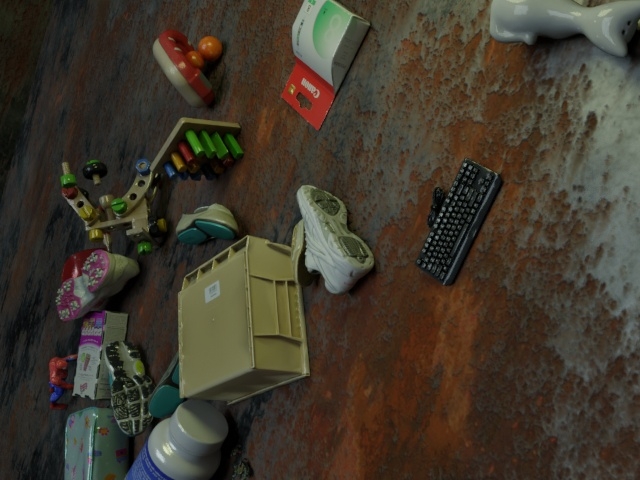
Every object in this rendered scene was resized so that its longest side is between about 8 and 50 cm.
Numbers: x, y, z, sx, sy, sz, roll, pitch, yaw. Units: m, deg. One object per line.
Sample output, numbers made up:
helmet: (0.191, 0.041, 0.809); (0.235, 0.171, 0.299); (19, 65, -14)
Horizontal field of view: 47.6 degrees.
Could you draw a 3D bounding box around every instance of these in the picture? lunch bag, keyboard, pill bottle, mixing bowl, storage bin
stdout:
lunch bag: (-0.567, 0.556, 1.826); (0.224, 0.108, 0.279); (-29, 58, 48)
keyboard: (0.192, -0.034, 1.081); (0.108, 0.023, 0.180); (41, 112, 49)
pill bottle: (-0.293, 0.455, 1.464); (0.272, 0.152, 0.152); (-58, 42, 25)
mixing bowl: (-0.691, 0.100, 2.120); (0.181, 0.098, 0.181); (-18, 66, 48)
storage bin: (-0.158, 0.159, 1.398); (0.262, 0.123, 0.260); (-30, 57, 45)

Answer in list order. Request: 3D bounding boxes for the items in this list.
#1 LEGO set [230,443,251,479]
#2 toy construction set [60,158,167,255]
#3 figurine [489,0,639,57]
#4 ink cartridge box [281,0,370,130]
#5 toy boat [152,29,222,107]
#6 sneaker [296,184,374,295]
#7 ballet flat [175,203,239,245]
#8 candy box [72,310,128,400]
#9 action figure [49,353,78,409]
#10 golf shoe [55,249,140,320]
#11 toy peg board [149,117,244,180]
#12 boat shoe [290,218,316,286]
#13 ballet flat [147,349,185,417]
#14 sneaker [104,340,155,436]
LEGO set: (-0.150, 0.432, 1.399); (0.054, 0.023, 0.083); (-45, 35, 33)
toy construction set: (-0.520, -0.044, 1.871); (0.309, 0.258, 0.237); (129, 126, -61)
figurine: (0.342, -0.342, 0.927); (0.209, 0.092, 0.214); (29, 105, 47)
ink cartridge box: (-0.012, -0.354, 1.409); (0.224, 0.056, 0.181); (-61, 40, 19)
toy boat: (-0.305, -0.439, 1.764); (0.151, 0.151, 0.231); (-37, 47, 2)
sneaker: (0.000, 0.000, 1.268); (0.115, 0.090, 0.232); (-56, 41, 31)
ballet flat: (-0.247, -0.044, 1.610); (0.248, 0.086, 0.086); (-7, 75, 52)
candy box: (-0.593, 0.308, 1.958); (0.159, 0.071, 0.233); (-7, 74, 51)
action figure: (-0.712, 0.399, 2.087); (0.280, 0.139, 0.091); (118, 143, -56)
golf shoe: (-0.603, 0.133, 1.960); (0.306, 0.140, 0.115); (-36, 65, 36)
toy peg board: (-0.264, -0.182, 1.609); (0.160, 0.161, 0.079); (-48, 61, 33)
boat shoe: (-0.031, 0.023, 1.335); (0.045, 0.050, 0.135); (-22, 53, 51)
ballet flat: (-0.318, 0.309, 1.621); (0.213, 0.072, 0.068); (-55, 15, 26)
sneaker: (-0.466, 0.369, 1.779); (0.275, 0.107, 0.109); (-118, 33, -46)
